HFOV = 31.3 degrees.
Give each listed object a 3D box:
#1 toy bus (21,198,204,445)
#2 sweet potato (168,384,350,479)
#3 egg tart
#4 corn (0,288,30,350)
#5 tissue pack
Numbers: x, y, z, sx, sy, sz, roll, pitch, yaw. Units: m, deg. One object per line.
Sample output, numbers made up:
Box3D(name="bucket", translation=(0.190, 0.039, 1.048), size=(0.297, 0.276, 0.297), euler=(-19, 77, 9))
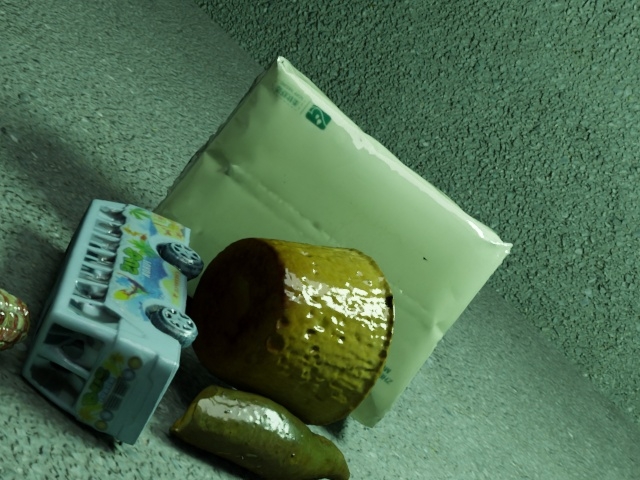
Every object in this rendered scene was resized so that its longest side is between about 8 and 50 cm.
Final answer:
Box3D(name="toy bus", translation=(-0.199, 0.064, 1.129), size=(0.136, 0.109, 0.330), euler=(27, 17, -14))
Box3D(name="sweet potato", translation=(-0.044, 0.203, 1.161), size=(0.243, 0.077, 0.077), euler=(26, 20, -36))
Box3D(name="egg tart", translation=(-0.036, 0.083, 1.195), size=(0.147, 0.202, 0.202), euler=(25, 21, -43))
Box3D(name="corn", translation=(-0.327, 0.052, 0.905), size=(0.079, 0.079, 0.237), euler=(49, 12, 30))
Box3D(name="tissue pack", translation=(0.000, 0.000, 1.411), size=(0.380, 0.297, 0.207), euler=(36, 2, -8))
